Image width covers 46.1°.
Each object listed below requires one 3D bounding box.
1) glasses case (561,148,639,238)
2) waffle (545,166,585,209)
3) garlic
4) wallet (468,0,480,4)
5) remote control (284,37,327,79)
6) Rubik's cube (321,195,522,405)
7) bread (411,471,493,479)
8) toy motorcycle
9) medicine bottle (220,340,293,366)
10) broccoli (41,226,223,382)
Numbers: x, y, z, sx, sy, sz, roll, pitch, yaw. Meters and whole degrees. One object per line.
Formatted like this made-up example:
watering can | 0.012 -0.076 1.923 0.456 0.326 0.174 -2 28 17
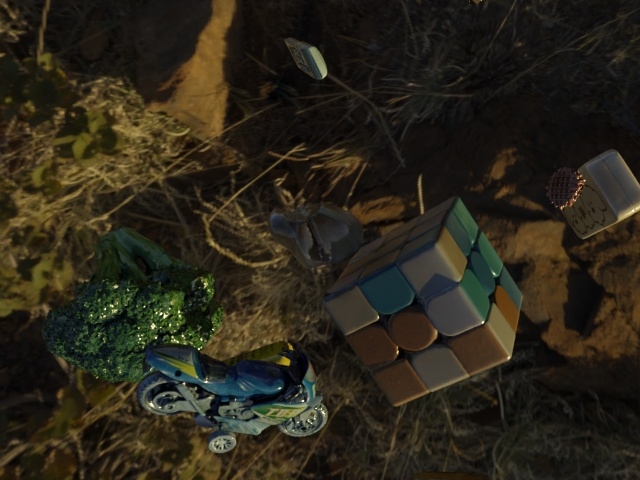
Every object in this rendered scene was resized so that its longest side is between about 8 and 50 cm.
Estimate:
glasses case | 0.615 -0.096 1.681 0.076 0.336 0.144 -29 80 1
waffle | 0.477 -0.103 1.471 0.029 0.075 0.083 9 126 -31
garlic | 0.000 0.000 1.856 0.217 0.228 0.110 -9 58 18
wallet | 0.107 -0.388 0.844 0.031 0.137 0.255 -26 135 33
remote control | -0.025 -0.323 1.318 0.029 0.162 0.061 -29 116 -2
Rubik's cube | 0.267 0.148 1.900 0.347 0.346 0.344 -28 101 29
bread | 0.196 0.381 1.139 0.136 0.054 0.154 24 138 -13
toy motorcycle | -0.094 0.180 0.908 0.254 0.092 0.136 14 125 -21
medicine bottle | -0.200 0.289 1.563 0.309 0.111 0.076 -20 86 3
broccoli | -0.320 0.119 1.284 0.308 0.308 0.275 -41 60 17
